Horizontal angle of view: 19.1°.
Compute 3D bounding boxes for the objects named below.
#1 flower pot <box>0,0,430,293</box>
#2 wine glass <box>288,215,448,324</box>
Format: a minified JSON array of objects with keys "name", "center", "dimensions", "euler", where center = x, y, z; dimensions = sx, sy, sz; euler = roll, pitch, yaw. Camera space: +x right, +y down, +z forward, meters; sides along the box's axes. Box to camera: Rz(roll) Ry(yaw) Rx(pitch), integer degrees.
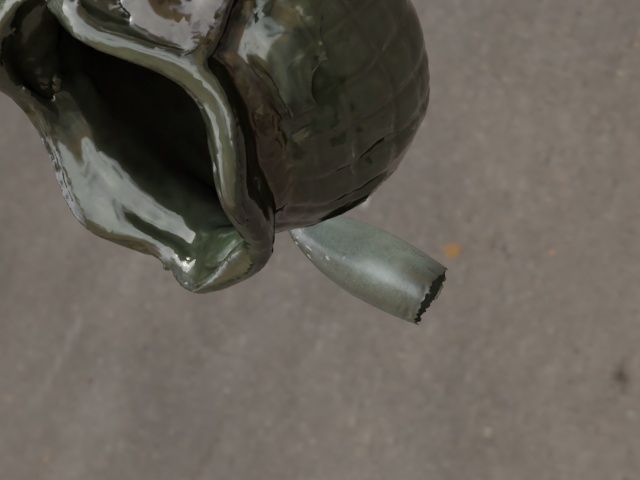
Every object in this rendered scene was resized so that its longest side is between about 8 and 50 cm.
[{"name":"flower pot","center":[-0.081,-0.132,1.308],"dimensions":[0.213,0.302,0.302],"euler":[-43,21,-26]},{"name":"wine glass","center":[0.000,0.000,1.468],"dimensions":[0.066,0.198,0.066],"euler":[-59,-9,-15]}]
